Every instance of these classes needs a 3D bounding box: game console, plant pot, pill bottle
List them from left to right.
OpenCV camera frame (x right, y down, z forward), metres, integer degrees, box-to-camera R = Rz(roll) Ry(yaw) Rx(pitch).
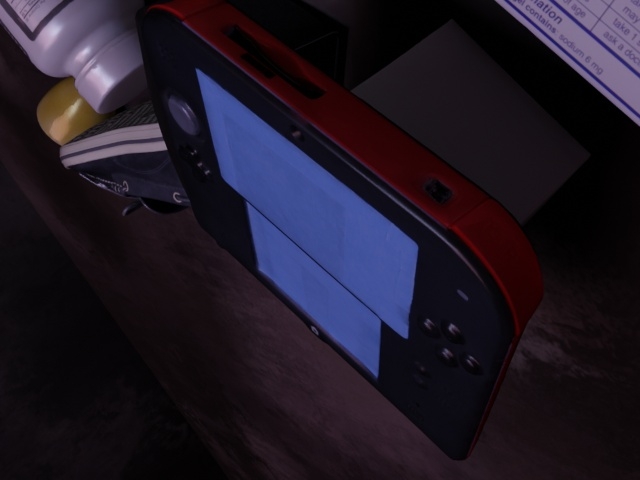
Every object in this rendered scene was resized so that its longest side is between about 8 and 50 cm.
[{"bbox_3d":[-0.347,-0.331,1.092,0.319,0.176,0.176,51,156,-3],"label":"pill bottle"},{"bbox_3d":[-0.407,-0.234,1.420,0.134,0.134,0.095,47,131,4],"label":"plant pot"},{"bbox_3d":[-0.104,-0.180,0.916,0.167,0.187,0.188,53,159,26],"label":"plant pot"},{"bbox_3d":[0.000,0.000,0.699,0.386,0.060,0.342,41,153,24],"label":"game console"}]

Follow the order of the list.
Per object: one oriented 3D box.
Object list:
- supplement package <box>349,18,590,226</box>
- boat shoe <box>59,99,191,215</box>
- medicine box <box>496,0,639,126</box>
[{"bbox_3d":[0.084,-0.029,0.799,0.177,0.175,0.293,47,156,9],"label":"supplement package"},{"bbox_3d":[-0.237,-0.119,1.214,0.500,0.186,0.156,4,125,51],"label":"boat shoe"},{"bbox_3d":[0.241,-0.168,0.363,0.263,0.149,0.289,45,155,10],"label":"medicine box"}]
